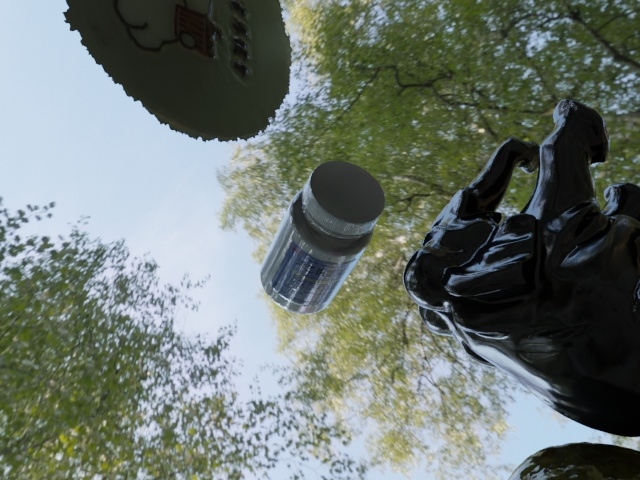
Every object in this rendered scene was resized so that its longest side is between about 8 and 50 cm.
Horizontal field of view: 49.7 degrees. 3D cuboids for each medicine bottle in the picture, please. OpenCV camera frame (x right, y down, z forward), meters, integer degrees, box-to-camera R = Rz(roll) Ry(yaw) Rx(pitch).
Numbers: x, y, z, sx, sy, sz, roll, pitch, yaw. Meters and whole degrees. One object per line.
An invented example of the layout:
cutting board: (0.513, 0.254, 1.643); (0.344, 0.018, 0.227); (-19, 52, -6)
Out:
medicine bottle: (0.000, 0.000, 0.814); (0.103, 0.186, 0.102); (12, -130, -15)

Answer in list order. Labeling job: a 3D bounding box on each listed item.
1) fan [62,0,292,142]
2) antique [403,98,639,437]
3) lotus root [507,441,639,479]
fan: (-0.126, -0.163, 0.366); (0.329, 0.009, 0.190); (20, -122, -45)
antique: (0.245, 0.034, 0.645); (0.255, 0.322, 0.185); (-45, -35, -8)
lotus root: (0.206, 0.228, 0.518); (0.278, 0.154, 0.154); (15, -87, -21)
